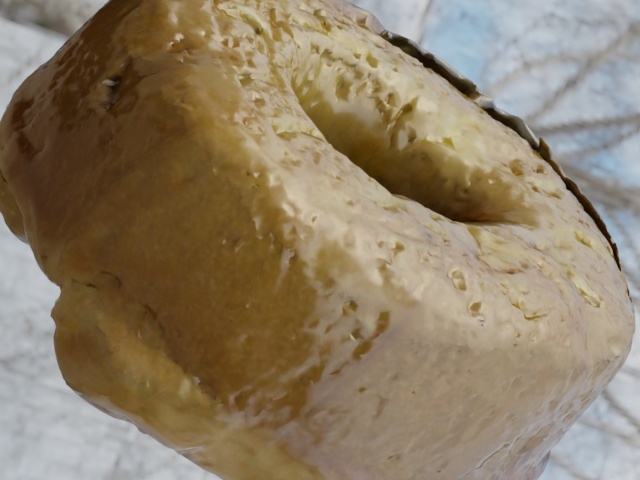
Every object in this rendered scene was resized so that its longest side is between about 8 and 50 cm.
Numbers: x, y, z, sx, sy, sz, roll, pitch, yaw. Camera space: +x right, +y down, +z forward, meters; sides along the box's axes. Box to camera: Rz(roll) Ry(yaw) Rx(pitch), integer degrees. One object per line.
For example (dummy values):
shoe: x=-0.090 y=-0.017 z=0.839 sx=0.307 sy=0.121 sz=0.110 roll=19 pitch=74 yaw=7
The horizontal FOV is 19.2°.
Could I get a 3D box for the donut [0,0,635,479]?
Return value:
donut: x=0.000 y=0.000 z=0.911 sx=0.150 sy=0.317 sz=0.299 roll=-50 pitch=-115 yaw=27
